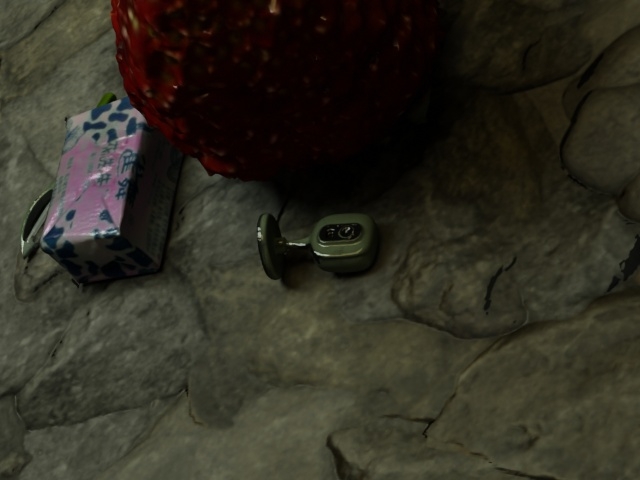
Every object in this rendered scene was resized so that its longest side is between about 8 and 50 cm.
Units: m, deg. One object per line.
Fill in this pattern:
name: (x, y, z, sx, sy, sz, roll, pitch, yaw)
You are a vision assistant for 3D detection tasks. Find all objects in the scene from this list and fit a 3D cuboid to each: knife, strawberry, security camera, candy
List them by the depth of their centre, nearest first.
strawberry: (-0.047, -0.206, 1.534, 0.292, 0.343, 0.292, -6, 65, 13)
security camera: (0.000, 0.000, 1.542, 0.092, 0.058, 0.058, -9, 50, 16)
candy: (-0.179, -0.045, 1.671, 0.092, 0.073, 0.160, -12, 49, 26)
knife: (-0.231, -0.061, 1.754, 0.026, 0.022, 0.184, 22, 65, 13)
